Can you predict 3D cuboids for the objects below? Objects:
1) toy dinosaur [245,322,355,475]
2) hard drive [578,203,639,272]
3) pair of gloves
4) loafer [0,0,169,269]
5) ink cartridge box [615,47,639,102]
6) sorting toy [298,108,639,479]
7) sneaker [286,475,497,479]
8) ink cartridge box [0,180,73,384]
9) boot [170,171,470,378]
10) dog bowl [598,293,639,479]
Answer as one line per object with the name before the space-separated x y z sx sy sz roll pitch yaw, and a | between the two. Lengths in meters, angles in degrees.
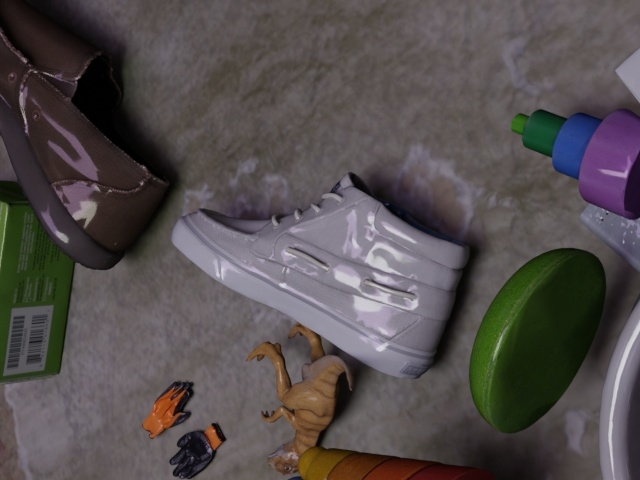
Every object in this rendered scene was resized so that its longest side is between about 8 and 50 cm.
toy dinosaur | -0.003 0.116 0.880 0.112 0.064 0.211 58 151 26
hard drive | 0.249 -0.008 0.716 0.135 0.022 0.094 46 116 28
pair of gloves | -0.129 0.178 1.020 0.074 0.010 0.083 -49 66 26
loafer | -0.255 -0.149 1.057 0.130 0.134 0.366 -34 79 9
ink cartridge box | 0.249 -0.115 0.659 0.122 0.088 0.052 -43 65 17
sorting toy | 0.092 0.066 0.721 0.126 0.127 0.365 28 89 36
sneaker | 0.087 0.231 0.813 0.296 0.112 0.131 21 78 40
ink cartridge box | -0.383 0.026 1.160 0.255 0.097 0.189 16 101 36
boot | 0.000 0.000 0.878 0.258 0.095 0.123 27 101 26
dog bowl | 0.317 0.117 0.600 0.349 0.102 0.349 4 97 33
